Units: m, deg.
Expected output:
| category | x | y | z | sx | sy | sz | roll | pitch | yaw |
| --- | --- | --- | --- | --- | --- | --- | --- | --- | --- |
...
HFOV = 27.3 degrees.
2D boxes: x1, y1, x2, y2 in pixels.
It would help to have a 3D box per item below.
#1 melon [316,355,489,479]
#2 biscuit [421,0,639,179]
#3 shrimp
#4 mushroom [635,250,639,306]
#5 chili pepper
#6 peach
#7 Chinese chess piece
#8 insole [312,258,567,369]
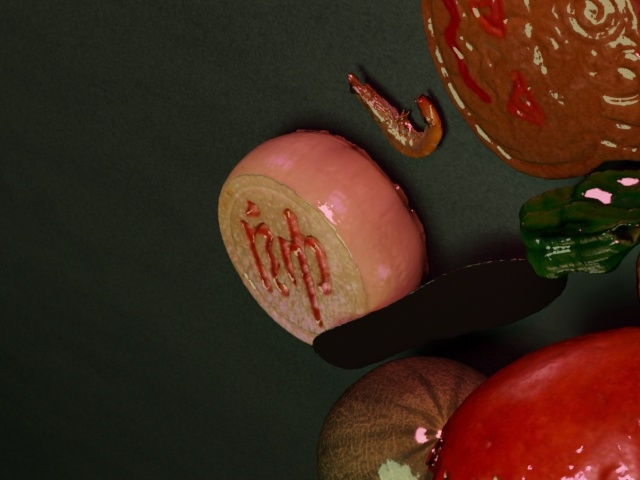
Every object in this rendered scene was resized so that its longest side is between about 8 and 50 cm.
| category | x | y | z | sx | sy | sz | roll | pitch | yaw |
| --- | --- | --- | --- | --- | --- | --- | --- | --- | --- |
| melon | 0.116 | 0.254 | 1.553 | 0.237 | 0.237 | 0.302 | 46 | 158 | 7 |
| biscuit | 0.200 | -0.177 | 1.210 | 0.257 | 0.049 | 0.273 | 1 | 124 | 50 |
| shrimp | 0.079 | -0.143 | 1.408 | 0.127 | 0.025 | 0.091 | 43 | 147 | 4 |
| mushroom | 0.405 | 0.036 | 1.140 | 0.312 | 0.081 | 0.100 | -7 | 117 | 52 |
| chili pepper | 0.295 | -0.024 | 1.189 | 0.253 | 0.099 | 0.083 | -13 | 119 | 44 |
| peach | 0.269 | 0.286 | 1.277 | 0.353 | 0.416 | 0.339 | 31 | 167 | -12 |
| Chinese chess piece | 0.000 | 0.000 | 1.570 | 0.270 | 0.112 | 0.270 | 32 | 142 | 29 |
| insole | 0.127 | 0.083 | 1.464 | 0.322 | 0.007 | 0.109 | -24 | 129 | 33 |
